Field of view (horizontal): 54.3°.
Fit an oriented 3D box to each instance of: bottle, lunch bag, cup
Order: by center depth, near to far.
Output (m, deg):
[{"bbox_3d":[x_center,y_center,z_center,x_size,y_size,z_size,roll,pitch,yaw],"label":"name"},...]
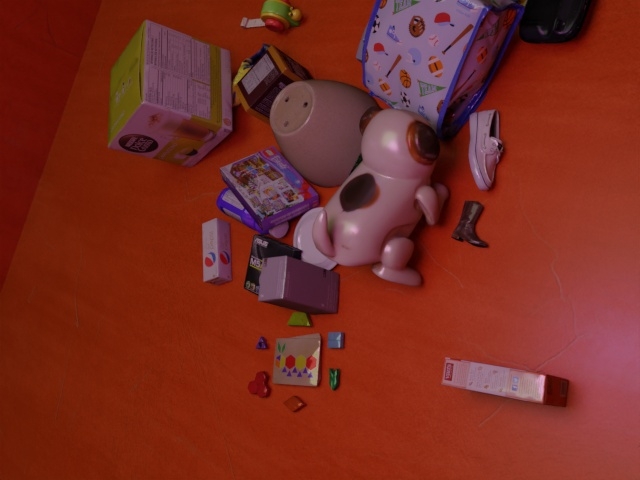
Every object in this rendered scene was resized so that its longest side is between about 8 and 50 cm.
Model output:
[{"bbox_3d":[0.294,-0.502,1.655,0.328,0.239,0.385,42,131,29],"label":"lunch bag"},{"bbox_3d":[-0.013,-0.352,1.877,0.331,0.237,0.330,-13,68,34],"label":"cup"},{"bbox_3d":[-0.218,-0.087,2.029,0.283,0.118,0.092,27,86,41],"label":"bottle"}]

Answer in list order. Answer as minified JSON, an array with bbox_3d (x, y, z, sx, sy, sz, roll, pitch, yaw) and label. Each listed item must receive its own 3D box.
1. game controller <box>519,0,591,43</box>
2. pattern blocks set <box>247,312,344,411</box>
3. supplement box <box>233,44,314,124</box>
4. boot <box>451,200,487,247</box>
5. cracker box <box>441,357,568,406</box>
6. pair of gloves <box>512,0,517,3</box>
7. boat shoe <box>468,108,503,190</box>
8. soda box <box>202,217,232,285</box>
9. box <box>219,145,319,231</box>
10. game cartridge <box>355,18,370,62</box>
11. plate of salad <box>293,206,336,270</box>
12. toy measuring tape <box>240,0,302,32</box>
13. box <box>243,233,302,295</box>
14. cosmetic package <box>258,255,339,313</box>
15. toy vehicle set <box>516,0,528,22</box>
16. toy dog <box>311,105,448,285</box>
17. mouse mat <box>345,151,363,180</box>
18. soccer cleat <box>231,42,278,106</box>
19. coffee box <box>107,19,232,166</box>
[{"bbox_3d":[0.609,-0.645,1.560,0.166,0.067,0.319,18,87,54],"label":"game controller"},{"bbox_3d":[-0.070,0.354,1.836,0.325,0.026,0.285,4,79,39],"label":"pattern blocks set"},{"bbox_3d":[-0.138,-0.493,2.046,0.194,0.191,0.129,-42,55,21],"label":"supplement box"},{"bbox_3d":[0.397,-0.046,1.594,0.106,0.037,0.114,22,86,38],"label":"boot"},{"bbox_3d":[0.410,0.315,1.390,0.232,0.156,0.067,2,77,38],"label":"cracker box"},{"bbox_3d":[0.485,-0.683,1.696,0.159,0.023,0.198,-30,50,43],"label":"pair of gloves"},{"bbox_3d":[0.427,-0.240,1.596,0.076,0.083,0.226,-15,66,35],"label":"boat shoe"},{"bbox_3d":[-0.353,0.039,2.129,0.074,0.069,0.216,-20,65,32],"label":"soda box"},{"bbox_3d":[-0.165,-0.170,1.981,0.201,0.057,0.293,-26,51,-18],"label":"box"},{"bbox_3d":[0.238,-0.658,1.897,0.198,0.062,0.297,37,100,43],"label":"game cartridge"},{"bbox_3d":[0.000,0.000,1.880,0.200,0.048,0.199,-3,85,38],"label":"plate of salad"},{"bbox_3d":[-0.200,-0.812,2.245,0.330,0.121,0.121,14,85,40],"label":"toy measuring tape"},{"bbox_3d":[-0.152,0.091,1.947,0.191,0.045,0.184,21,105,41],"label":"box"},{"bbox_3d":[-0.058,0.130,1.758,0.107,0.238,0.127,-8,72,36],"label":"cosmetic package"},{"bbox_3d":[0.604,-0.695,1.631,0.166,0.035,0.266,24,91,40],"label":"toy vehicle set"},{"bbox_3d":[0.151,-0.138,1.595,0.285,0.396,0.407,36,108,48],"label":"toy dog"},{"bbox_3d":[0.131,-0.210,1.756,0.007,0.190,0.152,31,97,20],"label":"mouse mat"},{"bbox_3d":[-0.261,-0.590,2.218,0.289,0.121,0.093,-37,57,24],"label":"soccer cleat"},{"bbox_3d":[-0.540,-0.506,2.223,0.338,0.335,0.338,-28,59,47],"label":"coffee box"}]
